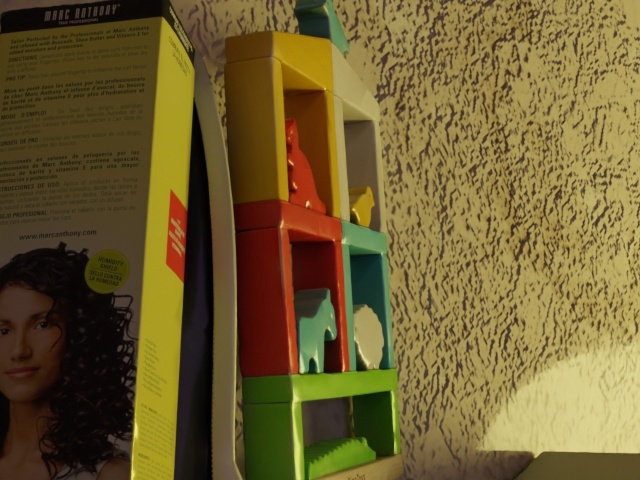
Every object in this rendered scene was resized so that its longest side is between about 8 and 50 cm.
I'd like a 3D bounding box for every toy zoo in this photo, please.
[{"bbox_3d":[0.000,0.000,0.669,0.192,0.030,0.293,13,73,-69],"label":"toy zoo"}]

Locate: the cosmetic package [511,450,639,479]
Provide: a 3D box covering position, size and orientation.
[{"bbox_3d":[0.172,0.292,0.754,0.224,0.138,0.224,-31,102,-40],"label":"cosmetic package"}]

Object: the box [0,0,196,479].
[{"bbox_3d":[-0.106,0.006,0.511,0.058,0.087,0.232,60,27,-66],"label":"box"}]

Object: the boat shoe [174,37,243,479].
[{"bbox_3d":[-0.103,0.057,0.583,0.113,0.127,0.340,-1,83,-15],"label":"boat shoe"}]
